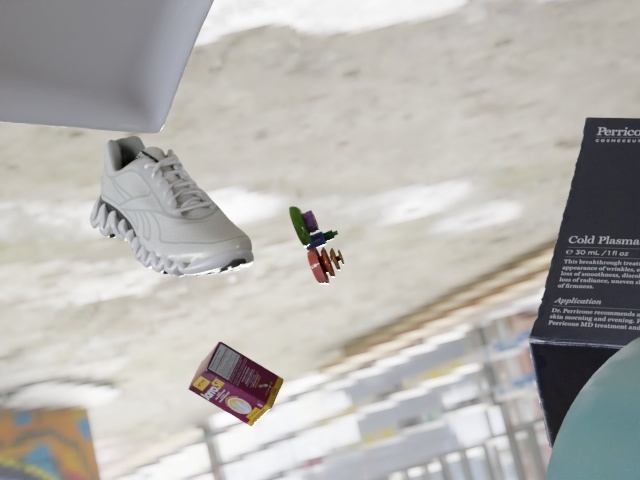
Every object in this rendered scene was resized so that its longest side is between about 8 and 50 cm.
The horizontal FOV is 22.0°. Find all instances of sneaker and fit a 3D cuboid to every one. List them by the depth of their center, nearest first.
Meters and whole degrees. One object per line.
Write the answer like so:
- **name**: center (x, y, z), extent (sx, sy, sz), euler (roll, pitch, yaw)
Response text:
- **sneaker**: center (-0.177, -0.039, 1.905), extent (0.110, 0.118, 0.292), euler (-8, -157, -36)

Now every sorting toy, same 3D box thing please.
- **sorting toy**: center (0.000, 0.000, 1.936), extent (0.042, 0.102, 0.061), euler (-22, -173, 5)

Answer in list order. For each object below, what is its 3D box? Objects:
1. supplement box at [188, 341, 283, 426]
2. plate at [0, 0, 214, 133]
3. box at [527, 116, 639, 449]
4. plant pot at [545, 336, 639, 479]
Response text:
- **supplement box**: center (-0.091, 0.155, 1.773), extent (0.083, 0.043, 0.055), euler (31, 142, -8)
- **plate**: center (-0.265, -0.218, 1.692), extent (0.278, 0.045, 0.277), euler (3, 145, -21)
- **box**: center (0.408, 0.048, 1.613), extent (0.343, 0.312, 0.179), euler (3, 138, 21)
- **plant pot**: center (0.320, 0.180, 1.043), extent (0.293, 0.293, 0.235), euler (-10, 174, -15)
